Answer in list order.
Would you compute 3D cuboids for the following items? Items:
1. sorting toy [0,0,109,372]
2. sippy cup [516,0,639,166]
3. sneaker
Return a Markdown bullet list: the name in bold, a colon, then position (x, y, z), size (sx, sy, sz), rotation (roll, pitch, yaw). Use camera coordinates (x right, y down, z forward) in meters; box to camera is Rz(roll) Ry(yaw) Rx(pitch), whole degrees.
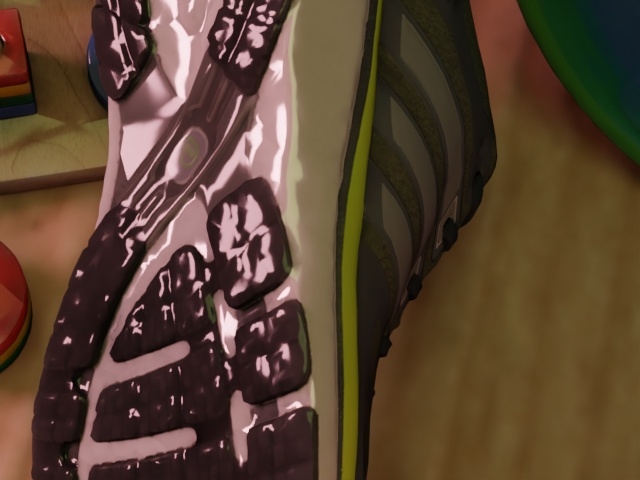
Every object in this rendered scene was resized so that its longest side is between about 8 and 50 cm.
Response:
- **sorting toy**: position (-0.090, -0.096, 0.550), size (0.132, 0.046, 0.274), rotation (-8, 71, -7)
- **sippy cup**: position (0.205, -0.136, 0.501), size (0.305, 0.240, 0.224), rotation (46, 60, -20)
- **sneaker**: position (0.000, 0.000, 0.487), size (0.111, 0.121, 0.300), rotation (4, 87, 41)
